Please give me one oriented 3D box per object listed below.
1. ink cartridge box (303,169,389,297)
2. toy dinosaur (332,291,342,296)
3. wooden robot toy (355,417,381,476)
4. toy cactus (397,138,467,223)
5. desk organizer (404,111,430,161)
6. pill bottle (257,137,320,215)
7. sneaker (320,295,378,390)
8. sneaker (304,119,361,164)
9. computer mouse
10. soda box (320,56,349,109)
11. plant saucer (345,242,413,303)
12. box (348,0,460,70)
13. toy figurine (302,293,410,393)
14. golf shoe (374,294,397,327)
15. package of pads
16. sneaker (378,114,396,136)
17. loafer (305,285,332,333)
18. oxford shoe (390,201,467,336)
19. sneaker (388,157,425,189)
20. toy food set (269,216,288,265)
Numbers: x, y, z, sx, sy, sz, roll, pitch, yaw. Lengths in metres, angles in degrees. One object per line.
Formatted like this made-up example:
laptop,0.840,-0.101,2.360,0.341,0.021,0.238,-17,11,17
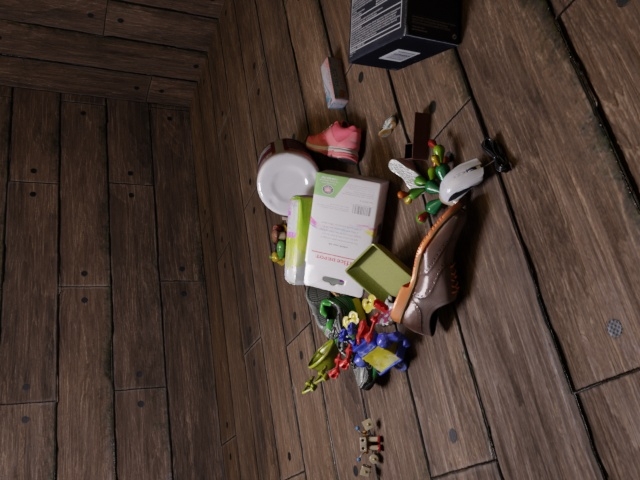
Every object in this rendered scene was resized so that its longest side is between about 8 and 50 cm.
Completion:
ink cartridge box,0.076,-0.024,1.879,0.119,0.207,0.354,-28,-51,-69
toy dinosaur,0.006,0.137,2.133,0.211,0.112,0.064,30,114,19
wooden robot toy,0.152,0.629,1.889,0.079,0.076,0.174,32,-125,-78
toy cactus,0.296,-0.135,1.574,0.180,0.112,0.219,38,114,49
desk organizer,0.265,-0.285,1.688,0.047,0.050,0.130,-170,83,-65
pill bottle,-0.118,-0.246,2.227,0.392,0.223,0.224,-104,23,-71
sneaker,0.086,0.321,1.928,0.344,0.146,0.134,-113,35,-41
sneaker,0.056,-0.348,2.116,0.314,0.115,0.136,29,101,59
computer mouse,0.348,-0.156,1.445,0.193,0.042,0.106,-38,52,34
soda box,0.049,-0.554,2.167,0.063,0.058,0.183,135,132,-56
plant saucer,0.186,0.098,1.750,0.188,0.045,0.188,41,143,1
box,0.222,-0.643,1.648,0.296,0.182,0.294,4,94,64
toy figurine,0.136,0.340,1.726,0.362,0.217,0.191,-48,19,38
golf shoe,0.210,0.196,1.747,0.186,0.067,0.086,-31,76,54
package of pads,0.000,0.000,2.035,0.101,0.229,0.297,-168,80,-65
sneaker,0.204,-0.346,1.858,0.083,0.031,0.037,-43,36,51
loafer,0.006,0.242,2.160,0.251,0.094,0.088,-102,0,-51
oxford shoe,0.302,0.076,1.537,0.132,0.130,0.364,31,121,22
sneaker,0.257,-0.185,1.714,0.134,0.070,0.051,44,125,20
toy food set,-0.184,0.000,2.621,0.128,0.071,0.218,-146,61,-61
